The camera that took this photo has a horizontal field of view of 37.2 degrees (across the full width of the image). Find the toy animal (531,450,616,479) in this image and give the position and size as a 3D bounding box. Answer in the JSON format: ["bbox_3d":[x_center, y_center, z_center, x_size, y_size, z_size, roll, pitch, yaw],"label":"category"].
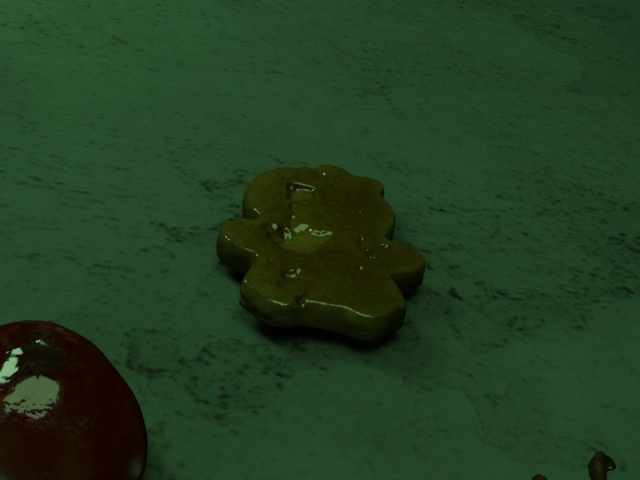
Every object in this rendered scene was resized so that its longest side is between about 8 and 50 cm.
[{"bbox_3d":[0.238,0.235,0.563,0.224,0.066,0.230,25,20,-17],"label":"toy animal"}]

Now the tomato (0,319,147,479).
[{"bbox_3d":[-0.184,0.103,0.583,0.159,0.091,0.139,14,32,5],"label":"tomato"}]

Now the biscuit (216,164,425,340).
[{"bbox_3d":[-0.001,0.002,0.844,0.184,0.035,0.249,8,33,-9],"label":"biscuit"}]
